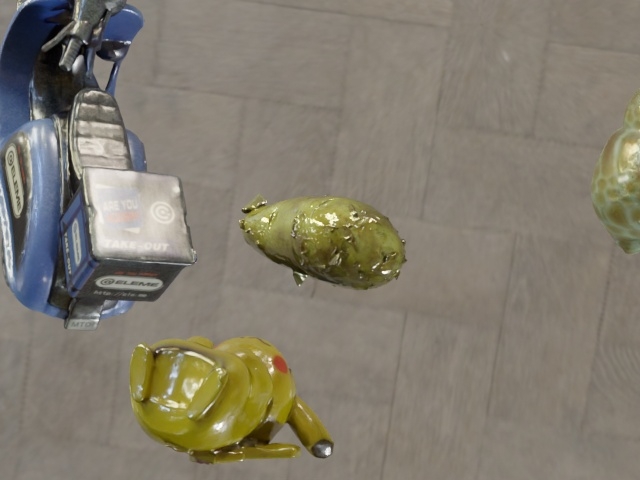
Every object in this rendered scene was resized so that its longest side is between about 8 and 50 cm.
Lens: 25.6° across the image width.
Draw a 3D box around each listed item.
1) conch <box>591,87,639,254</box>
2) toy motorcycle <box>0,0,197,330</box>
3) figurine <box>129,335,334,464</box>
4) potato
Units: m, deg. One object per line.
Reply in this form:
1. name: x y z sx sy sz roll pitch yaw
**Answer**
1. conch: 0.288 -0.064 1.205 0.106 0.116 0.173 29 140 -13
2. toy motorcycle: -0.194 -0.100 1.163 0.125 0.212 0.358 4 59 -31
3. figurine: -0.119 0.218 1.905 0.218 0.327 0.169 19 97 26
4. potato: 0.000 0.000 1.485 0.117 0.225 0.090 48 66 -34
